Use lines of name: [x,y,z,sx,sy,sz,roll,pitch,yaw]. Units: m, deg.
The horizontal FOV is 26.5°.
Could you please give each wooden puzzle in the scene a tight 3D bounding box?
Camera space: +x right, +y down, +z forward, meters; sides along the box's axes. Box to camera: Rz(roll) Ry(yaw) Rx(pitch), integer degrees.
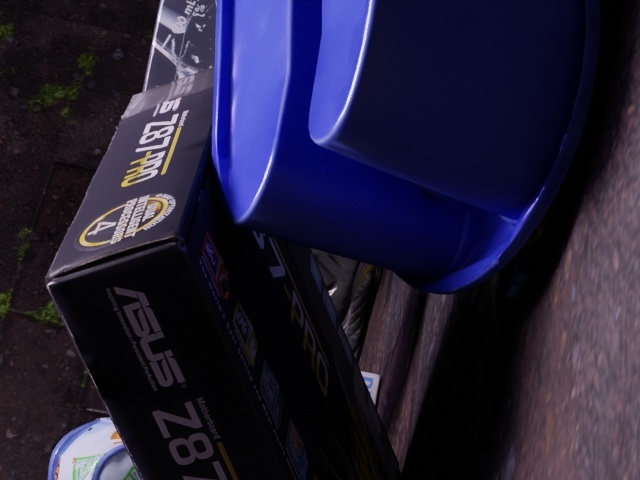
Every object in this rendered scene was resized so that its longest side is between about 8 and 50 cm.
wooden puzzle: [0.126,-0.030,0.819,0.078,0.014,0.116,109,172,-69]

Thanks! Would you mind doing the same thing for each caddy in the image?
caddy: [0.059,-0.139,0.815,0.241,0.179,0.341,-38,46,54]

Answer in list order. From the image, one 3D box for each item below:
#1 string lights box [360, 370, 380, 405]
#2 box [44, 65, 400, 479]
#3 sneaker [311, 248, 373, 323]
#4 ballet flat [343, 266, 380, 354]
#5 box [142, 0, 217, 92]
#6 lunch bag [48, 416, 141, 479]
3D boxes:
string lights box: [-0.077,0.189,1.449,0.077,0.260,0.133,107,174,-66]
box: [-0.044,0.111,0.949,0.318,0.097,0.395,-87,-22,-66]
sneaker: [0.000,0.000,1.262,0.385,0.145,0.147,-44,-1,13]
ballet flat: [0.038,0.088,1.729,0.057,0.049,0.173,-81,4,-60]
box: [-0.023,-0.195,1.477,0.179,0.313,0.343,-95,17,-80]
lunch bag: [-0.110,0.271,1.251,0.115,0.303,0.243,2,98,51]
